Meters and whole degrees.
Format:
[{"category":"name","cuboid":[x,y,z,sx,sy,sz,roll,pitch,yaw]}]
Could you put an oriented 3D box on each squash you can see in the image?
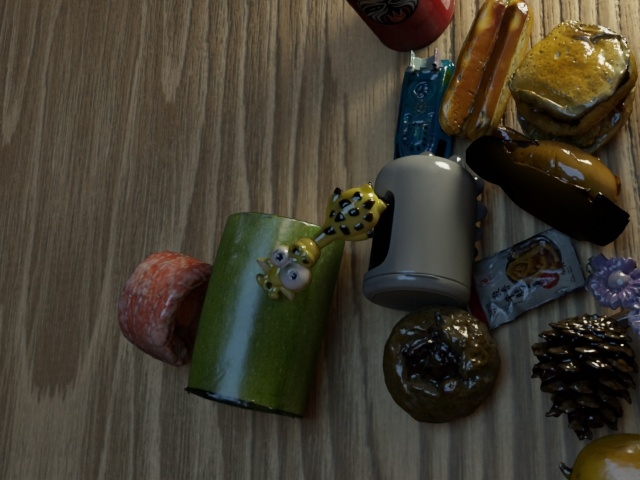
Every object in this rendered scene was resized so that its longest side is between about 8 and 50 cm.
[{"category":"squash","cuboid":[-0.117,0.158,1.877,0.263,0.263,0.385,5,75,31]}]

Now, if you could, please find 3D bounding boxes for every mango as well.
[{"category":"mango","cuboid":[0.549,0.416,1.492,0.316,0.119,0.177,20,80,25]}]

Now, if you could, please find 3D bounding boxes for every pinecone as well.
[{"category":"pinecone","cuboid":[0.455,0.230,1.576,0.179,0.184,0.205,4,99,25]}]

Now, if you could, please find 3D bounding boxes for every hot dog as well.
[{"category":"hot dog","cuboid":[0.443,-0.130,1.711,0.326,0.194,0.107,40,65,14]},{"category":"hot dog","cuboid":[0.351,-0.363,1.899,0.135,0.100,0.337,16,82,25]}]

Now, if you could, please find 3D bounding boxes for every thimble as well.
[{"category":"thimble","cuboid":[-0.319,0.150,2.012,0.162,0.239,0.239,16,81,30]}]

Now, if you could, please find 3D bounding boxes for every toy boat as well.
[{"category":"toy boat","cuboid":[0.212,-0.257,1.945,0.134,0.092,0.299,-2,71,26]}]

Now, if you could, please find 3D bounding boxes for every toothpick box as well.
[{"category":"toothpick box","cuboid":[0.211,-0.029,1.795,0.229,0.229,0.317,-3,69,29]},{"category":"toothpick box","cuboid":[0.137,-0.571,1.954,0.204,0.333,0.204,-10,68,26]}]

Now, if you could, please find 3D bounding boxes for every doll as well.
[{"category":"doll","cuboid":[0.000,0.000,1.729,0.291,0.086,0.117,-39,83,2]}]

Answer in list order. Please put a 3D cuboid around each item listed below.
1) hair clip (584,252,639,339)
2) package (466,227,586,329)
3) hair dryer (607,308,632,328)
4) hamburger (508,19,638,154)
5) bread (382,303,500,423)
[{"category":"hair clip","cuboid":[0.552,0.111,1.561,0.106,0.084,0.292,-41,48,5]},{"category":"package","cuboid":[0.383,0.076,1.753,0.239,0.030,0.154,-28,49,24]},{"category":"hair dryer","cuboid":[0.571,0.121,1.619,0.181,0.064,0.117,-27,60,25]},{"category":"hamburger","cuboid":[0.488,-0.287,1.757,0.244,0.163,0.244,-15,57,24]},{"category":"bread","cuboid":[0.217,0.231,1.714,0.230,0.123,0.230,0,90,26]}]
